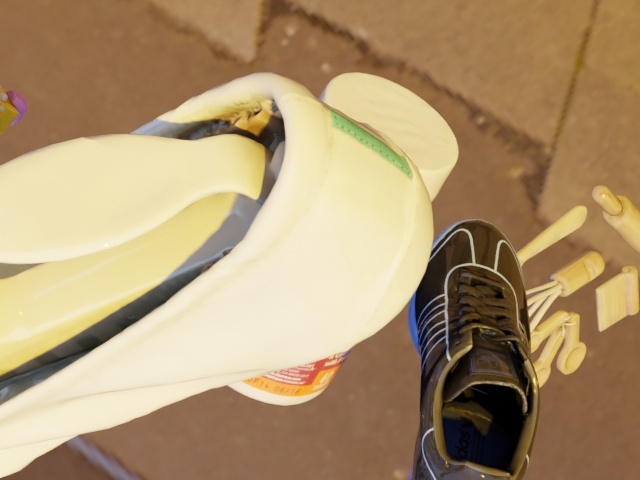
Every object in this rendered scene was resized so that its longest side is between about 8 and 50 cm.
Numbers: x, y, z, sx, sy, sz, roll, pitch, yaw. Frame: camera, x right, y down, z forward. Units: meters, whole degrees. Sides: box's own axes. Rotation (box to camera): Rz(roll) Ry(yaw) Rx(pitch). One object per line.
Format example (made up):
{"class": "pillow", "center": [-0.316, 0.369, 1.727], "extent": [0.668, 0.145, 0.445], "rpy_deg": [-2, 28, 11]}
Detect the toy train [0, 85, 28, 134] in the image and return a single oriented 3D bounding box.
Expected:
{"class": "toy train", "center": [-0.220, -0.093, 0.967], "extent": [0.125, 0.046, 0.166], "rpy_deg": [41, -175, -9]}

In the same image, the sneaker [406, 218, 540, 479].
{"class": "sneaker", "center": [0.097, 0.070, 1.084], "extent": [0.081, 0.232, 0.090], "rpy_deg": [12, 143, -9]}

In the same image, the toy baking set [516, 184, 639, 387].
{"class": "toy baking set", "center": [0.239, 0.043, 1.692], "extent": [0.030, 0.197, 0.256], "rpy_deg": [33, 173, 37]}

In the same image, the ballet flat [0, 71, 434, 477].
{"class": "ballet flat", "center": [-0.154, 0.036, 0.700], "extent": [0.400, 0.139, 0.139], "rpy_deg": [-23, 111, 9]}

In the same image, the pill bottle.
{"class": "pill bottle", "center": [0.000, 0.000, 1.251], "extent": [0.121, 0.121, 0.221], "rpy_deg": [40, 124, 12]}
